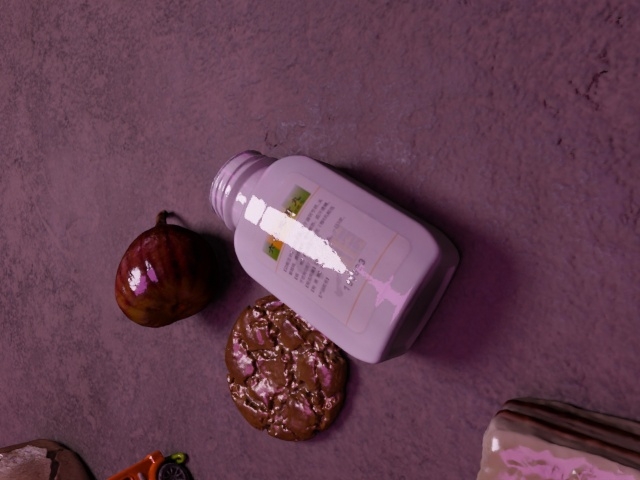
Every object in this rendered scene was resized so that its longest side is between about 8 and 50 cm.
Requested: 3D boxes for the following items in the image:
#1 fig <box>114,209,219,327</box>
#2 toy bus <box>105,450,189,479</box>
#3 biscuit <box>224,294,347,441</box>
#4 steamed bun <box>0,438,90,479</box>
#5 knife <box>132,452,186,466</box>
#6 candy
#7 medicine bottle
[{"bbox_3d":[-0.230,0.034,0.851,0.149,0.148,0.202,1,76,13],"label":"fig"},{"bbox_3d":[-0.248,0.526,0.882,0.143,0.153,0.329,-46,70,27],"label":"toy bus"},{"bbox_3d":[-0.057,0.187,0.804,0.225,0.042,0.226,1,92,33],"label":"biscuit"},{"bbox_3d":[-0.586,0.500,1.065,0.301,0.251,0.199,15,87,34],"label":"steamed bun"},{"bbox_3d":[-0.304,0.408,0.992,0.184,0.026,0.022,-28,117,29],"label":"knife"},{"bbox_3d":[0.241,0.337,0.558,0.179,0.135,0.321,13,100,31],"label":"candy"},{"bbox_3d":[0.000,0.000,0.709,0.324,0.124,0.179,33,105,26],"label":"medicine bottle"}]
